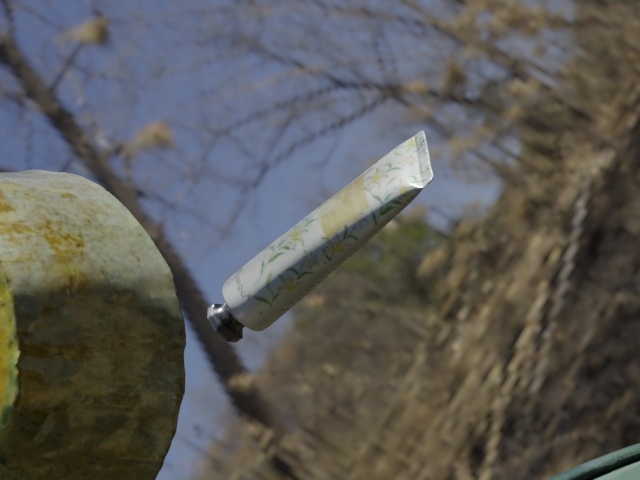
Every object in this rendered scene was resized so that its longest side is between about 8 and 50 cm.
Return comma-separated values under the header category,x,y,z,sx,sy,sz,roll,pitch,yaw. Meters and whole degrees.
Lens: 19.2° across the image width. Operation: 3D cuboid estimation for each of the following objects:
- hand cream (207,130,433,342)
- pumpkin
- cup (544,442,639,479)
category,x,y,z,sx,sy,sz,roll,pitch,yaw
hand cream,0.000,0.000,1.271,0.194,0.042,0.067,-41,22,21
pumpkin,-0.292,0.105,1.520,0.199,0.332,0.332,-2,-53,-55
cup,0.179,0.317,0.801,0.310,0.392,0.401,-41,-30,13
